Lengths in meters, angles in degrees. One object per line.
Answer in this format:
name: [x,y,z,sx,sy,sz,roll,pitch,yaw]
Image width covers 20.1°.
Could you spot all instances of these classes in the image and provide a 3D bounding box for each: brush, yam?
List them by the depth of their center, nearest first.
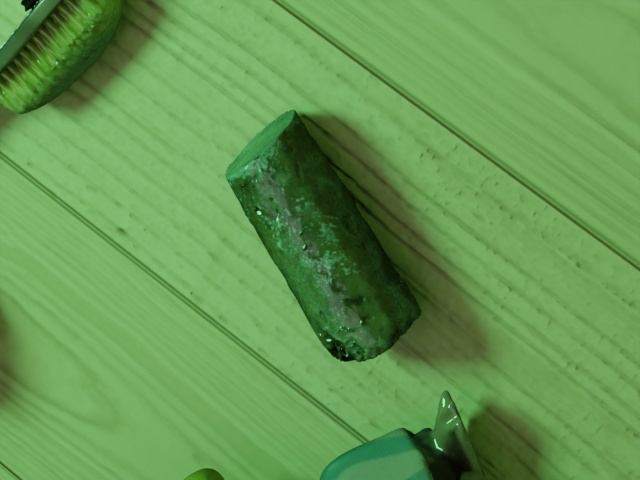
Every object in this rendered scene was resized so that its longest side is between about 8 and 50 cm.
yam: [0.000,0.000,1.261,0.078,0.078,0.179,-28,95,32]
brush: [-0.245,-0.104,1.362,0.067,0.072,0.313,43,124,-9]

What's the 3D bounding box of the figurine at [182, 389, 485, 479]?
figurine: [0.026,0.347,1.344,0.361,0.266,0.378,-28,128,8]
